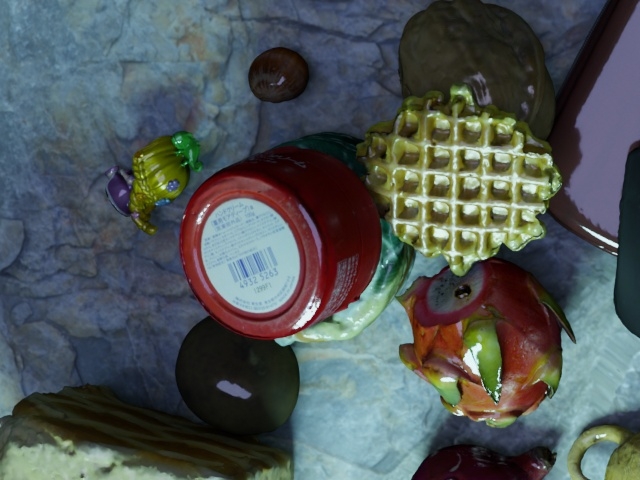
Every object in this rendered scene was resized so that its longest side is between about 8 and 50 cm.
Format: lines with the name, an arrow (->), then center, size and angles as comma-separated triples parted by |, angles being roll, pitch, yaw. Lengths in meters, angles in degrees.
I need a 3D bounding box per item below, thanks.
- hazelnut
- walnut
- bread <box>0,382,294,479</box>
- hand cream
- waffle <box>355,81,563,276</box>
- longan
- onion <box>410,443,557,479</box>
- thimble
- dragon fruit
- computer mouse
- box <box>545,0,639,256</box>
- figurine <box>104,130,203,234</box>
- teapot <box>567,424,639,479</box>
hazelnut -> -0.057, -0.224, 1.818 | 0.086, 0.086, 0.086 | 2, 99, 14
walnut -> 0.201, -0.200, 1.690 | 0.198, 0.198, 0.245 | -33, 58, 17
bread -> -0.239, 0.379, 1.798 | 0.390, 0.371, 0.279 | 14, 92, 16
hand cream -> -0.050, 0.004, 1.623 | 0.230, 0.149, 0.230 | 8, 108, 26
waffle -> 0.170, -0.075, 1.612 | 0.243, 0.059, 0.238 | 43, 125, -6
longan -> -0.114, 0.189, 1.850 | 0.187, 0.167, 0.167 | 40, 109, 37
onion -> 0.235, 0.357, 1.812 | 0.218, 0.140, 0.195 | -35, 82, 13
thimble -> 0.000, 0.000, 1.793 | 0.254, 0.167, 0.288 | 16, 101, 12
dragon fruit -> 0.219, 0.136, 1.729 | 0.224, 0.224, 0.227 | -32, 114, 17
computer mouse -> 0.445, 0.011, 1.601 | 0.170, 0.100, 0.269 | 5, 100, 11
box -> 0.441, -0.171, 1.680 | 0.263, 0.108, 0.404 | 29, 105, 8
figurine -> -0.224, -0.081, 1.875 | 0.156, 0.095, 0.115 | -29, 79, 21
teapot -> 0.470, 0.297, 1.723 | 0.311, 0.203, 0.167 | 8, 67, 41
